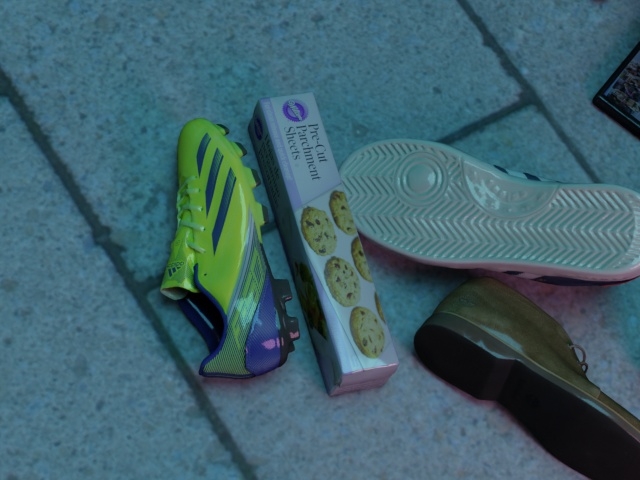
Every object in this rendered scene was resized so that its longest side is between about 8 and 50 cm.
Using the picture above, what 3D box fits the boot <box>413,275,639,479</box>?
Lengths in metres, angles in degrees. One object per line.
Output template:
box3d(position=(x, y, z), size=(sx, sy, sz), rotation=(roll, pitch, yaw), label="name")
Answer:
box3d(position=(0.251, 0.144, 1.525), size=(0.305, 0.112, 0.115), rotation=(36, 50, 8), label="boot")

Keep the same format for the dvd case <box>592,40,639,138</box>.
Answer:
box3d(position=(0.466, -0.146, 1.767), size=(0.253, 0.022, 0.180), rotation=(39, 62, 6), label="dvd case")

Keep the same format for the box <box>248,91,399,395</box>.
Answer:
box3d(position=(0.000, 0.000, 1.551), size=(0.067, 0.063, 0.324), rotation=(-8, 66, -19), label="box")

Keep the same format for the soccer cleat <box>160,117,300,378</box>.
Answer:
box3d(position=(-0.111, 0.004, 1.507), size=(0.121, 0.093, 0.289), rotation=(-13, 67, -14), label="soccer cleat")

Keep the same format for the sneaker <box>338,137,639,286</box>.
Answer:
box3d(position=(0.189, -0.017, 1.587), size=(0.350, 0.148, 0.131), rotation=(15, 85, 19), label="sneaker")
